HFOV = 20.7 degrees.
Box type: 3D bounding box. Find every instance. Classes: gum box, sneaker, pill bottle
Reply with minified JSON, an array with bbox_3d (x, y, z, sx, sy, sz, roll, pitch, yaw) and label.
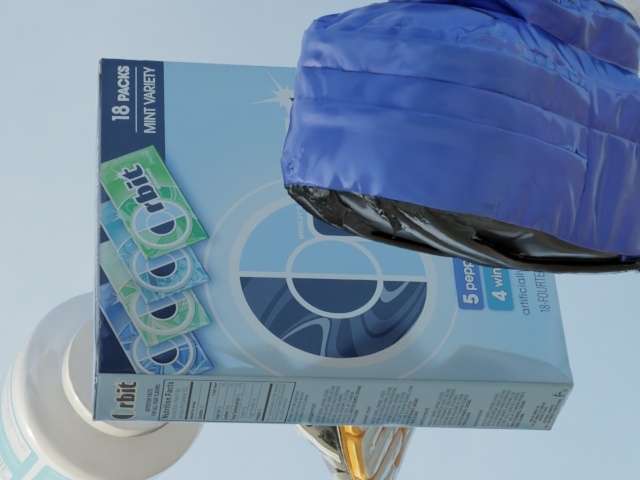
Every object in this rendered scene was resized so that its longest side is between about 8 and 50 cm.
[{"bbox_3d":[0.000,0.000,0.719,0.184,0.157,0.041,2,-35,-10],"label":"gum box"},{"bbox_3d":[-0.006,0.056,0.912,0.083,0.084,0.215,1,-47,27],"label":"sneaker"},{"bbox_3d":[-0.168,0.124,1.330,0.146,0.146,0.264,-11,-12,-21],"label":"pill bottle"}]

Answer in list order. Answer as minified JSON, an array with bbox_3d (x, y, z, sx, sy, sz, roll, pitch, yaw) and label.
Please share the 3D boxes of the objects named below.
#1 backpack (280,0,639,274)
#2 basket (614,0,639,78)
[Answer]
[{"bbox_3d":[0.046,-0.042,0.576,0.120,0.098,0.101,5,-91,-48],"label":"backpack"},{"bbox_3d":[0.184,-0.099,1.138,0.113,0.167,0.103,-37,-34,-45],"label":"basket"}]
